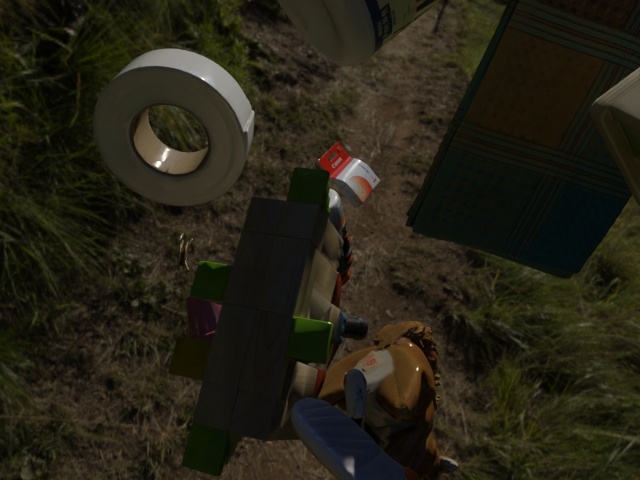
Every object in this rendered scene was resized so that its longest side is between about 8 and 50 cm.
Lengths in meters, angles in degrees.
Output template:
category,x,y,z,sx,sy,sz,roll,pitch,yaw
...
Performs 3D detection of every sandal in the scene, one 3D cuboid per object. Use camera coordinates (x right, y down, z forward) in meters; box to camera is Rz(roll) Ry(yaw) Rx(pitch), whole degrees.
category,x,y,z,sx,sy,sz,roll,pitch,yaw
sandal,0.061,0.268,0.543,0.265,0.076,0.102,41,18,16

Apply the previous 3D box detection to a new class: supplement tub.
category,x,y,z,sx,sy,sz,roll,pitch,yaw
supplement tub,0.094,-0.416,0.717,0.324,0.235,0.235,-39,52,-2
supplement tub,0.000,0.000,1.099,0.116,0.191,0.117,-10,34,7

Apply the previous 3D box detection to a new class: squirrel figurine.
category,x,y,z,sx,sy,sz,roll,pitch,yaw
squirrel figurine,0.217,0.423,1.373,0.281,0.371,0.397,-14,24,35

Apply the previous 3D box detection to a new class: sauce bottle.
category,x,y,z,sx,sy,sz,roll,pitch,yaw
sauce bottle,-0.024,0.224,1.503,0.344,0.111,0.111,10,34,-32

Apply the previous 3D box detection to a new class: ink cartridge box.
category,x,y,z,sx,sy,sz,roll,pitch,yaw
ink cartridge box,0.090,-0.207,1.648,0.179,0.045,0.145,53,43,-12

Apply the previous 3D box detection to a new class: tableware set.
category,x,y,z,sx,sy,sz,roll,pitch,yaw
tableware set,-0.429,0.046,1.738,0.039,0.128,0.194,6,5,-12

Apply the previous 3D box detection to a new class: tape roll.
category,x,y,z,sx,sy,sz,roll,pitch,yaw
tape roll,-0.271,-0.208,1.039,0.286,0.286,0.100,10,36,-3

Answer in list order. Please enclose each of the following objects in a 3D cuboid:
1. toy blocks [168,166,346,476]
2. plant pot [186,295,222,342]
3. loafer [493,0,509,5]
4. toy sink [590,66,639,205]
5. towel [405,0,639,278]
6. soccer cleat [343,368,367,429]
category,x,y,z,sx,sy,sz,roll,pitch,yaw
toy blocks,-0.043,0.124,0.779,0.190,0.261,0.382,7,74,18
plant pot,-0.336,0.247,1.726,0.201,0.201,0.180,-16,84,-31
loafer,0.327,-0.520,0.891,0.094,0.251,0.087,-16,23,-16
toy sink,0.334,-0.083,0.457,0.153,0.131,0.234,43,17,-33
towel,0.302,-0.138,0.695,0.271,0.370,0.040,17,25,-10
soccer cleat,0.042,0.187,0.639,0.029,0.083,0.036,-6,28,-10
